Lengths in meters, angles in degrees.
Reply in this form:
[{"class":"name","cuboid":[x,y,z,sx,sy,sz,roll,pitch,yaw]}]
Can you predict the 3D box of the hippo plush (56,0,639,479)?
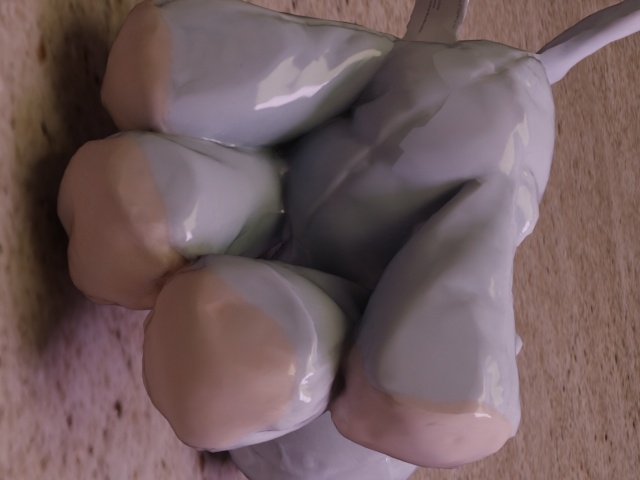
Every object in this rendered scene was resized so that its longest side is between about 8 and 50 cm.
[{"class":"hippo plush","cuboid":[0.000,0.000,0.829,0.236,0.234,0.294,107,8,-65]}]
